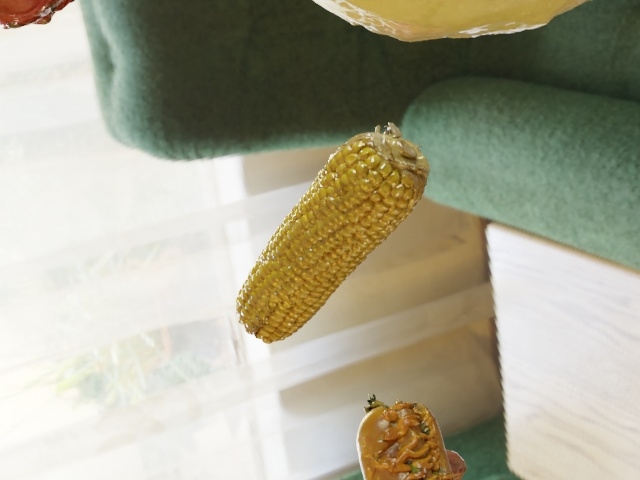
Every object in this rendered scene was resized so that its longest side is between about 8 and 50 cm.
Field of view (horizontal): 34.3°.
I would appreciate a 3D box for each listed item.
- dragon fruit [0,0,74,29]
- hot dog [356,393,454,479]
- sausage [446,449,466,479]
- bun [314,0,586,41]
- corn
[{"bbox_3d":[-0.376,-0.346,1.241,0.172,0.172,0.209,49,153,45],"label":"dragon fruit"},{"bbox_3d":[0.075,0.200,0.773,0.055,0.072,0.188,-39,60,55],"label":"hot dog"},{"bbox_3d":[0.105,0.236,1.061,0.035,0.147,0.030,-45,61,23],"label":"sausage"},{"bbox_3d":[0.094,-0.278,0.652,0.213,0.361,0.361,88,157,-64],"label":"bun"},{"bbox_3d":[0.000,0.000,1.075,0.293,0.106,0.106,-48,56,30],"label":"corn"}]
